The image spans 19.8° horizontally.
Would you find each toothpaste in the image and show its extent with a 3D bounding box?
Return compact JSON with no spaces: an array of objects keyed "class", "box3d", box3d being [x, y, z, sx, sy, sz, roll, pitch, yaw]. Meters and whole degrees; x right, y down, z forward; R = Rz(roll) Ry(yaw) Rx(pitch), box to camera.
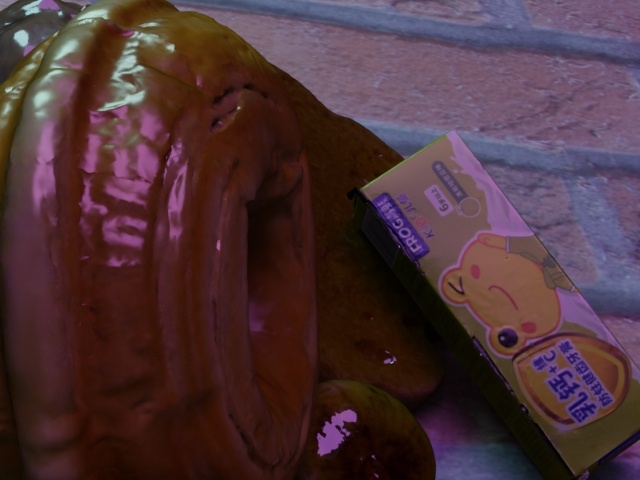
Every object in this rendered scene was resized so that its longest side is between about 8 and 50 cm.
[{"class":"toothpaste","box3d":[0.161,0.060,1.615,0.110,0.077,0.327,-33,77,-14]}]

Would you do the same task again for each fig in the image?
[{"class":"fig","box3d":[0.026,0.180,1.482,0.121,0.136,0.153,-7,-10,33]}]

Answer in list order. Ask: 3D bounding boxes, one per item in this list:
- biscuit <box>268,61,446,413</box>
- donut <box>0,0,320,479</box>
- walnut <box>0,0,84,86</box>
[{"class":"biscuit","box3d":[0.000,0.000,1.675,0.381,0.074,0.359,24,45,-31]},{"class":"donut","box3d":[-0.119,0.038,1.301,0.198,0.449,0.449,-2,34,13]},{"class":"walnut","box3d":[-0.248,-0.115,1.684,0.224,0.224,0.224,11,37,-8]}]
